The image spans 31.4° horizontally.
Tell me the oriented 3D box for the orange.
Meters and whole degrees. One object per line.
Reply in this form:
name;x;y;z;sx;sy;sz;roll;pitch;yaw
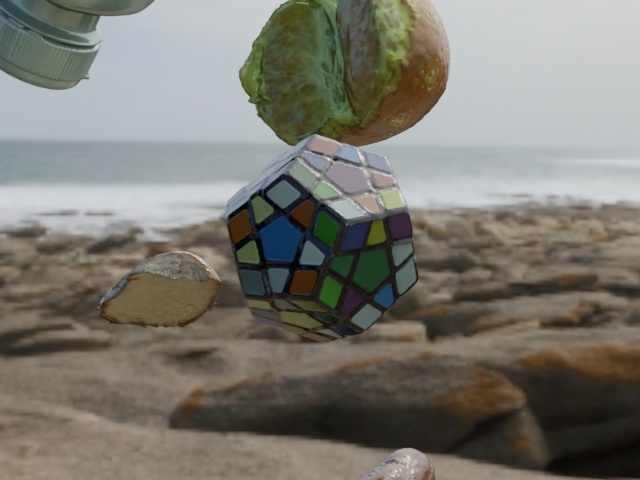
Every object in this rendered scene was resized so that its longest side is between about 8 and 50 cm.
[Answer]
orange;0.040;-0.193;1.227;0.158;0.179;0.237;-2;-12;-45

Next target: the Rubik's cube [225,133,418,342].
Rubik's cube;0.000;0.000;0.720;0.133;0.133;0.112;3;4;26

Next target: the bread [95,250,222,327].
bread;-0.180;0.054;1.288;0.126;0.044;0.129;7;-31;-33

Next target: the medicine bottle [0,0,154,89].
medicine bottle;-0.110;-0.189;0.589;0.083;0.229;0.121;41;25;19

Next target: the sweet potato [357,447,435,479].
sweet potato;0.003;0.291;1.013;0.354;0.106;0.095;-22;-25;-43
